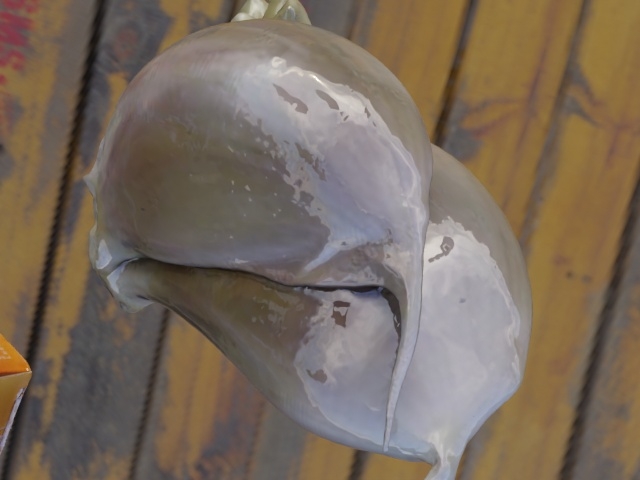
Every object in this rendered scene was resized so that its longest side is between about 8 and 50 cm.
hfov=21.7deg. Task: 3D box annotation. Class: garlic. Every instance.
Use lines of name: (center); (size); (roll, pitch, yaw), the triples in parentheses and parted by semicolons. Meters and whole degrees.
garlic: (0.000, 0.000, 1.067); (0.246, 0.340, 0.231); (-31, 140, -13)

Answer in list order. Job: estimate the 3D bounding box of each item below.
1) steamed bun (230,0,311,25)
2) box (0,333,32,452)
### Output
steamed bun: (-0.026, -0.088, 1.461); (0.189, 0.428, 0.247); (30, 85, 0)
box: (-0.462, 0.135, 1.702); (0.143, 0.341, 0.225); (-1, 122, -46)
